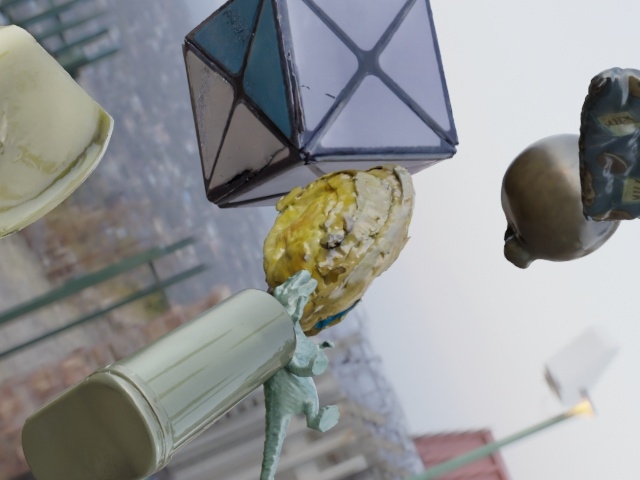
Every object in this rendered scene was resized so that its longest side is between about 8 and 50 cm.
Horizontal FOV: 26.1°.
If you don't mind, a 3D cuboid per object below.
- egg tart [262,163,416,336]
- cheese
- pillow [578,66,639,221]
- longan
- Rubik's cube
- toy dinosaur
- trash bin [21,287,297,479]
[{"bbox_3d":[0.000,0.000,1.833,0.107,0.291,0.291,41,10,-23],"label":"egg tart"},{"bbox_3d":[-0.464,-0.138,1.978,0.259,0.316,0.128,45,-22,-16],"label":"cheese"},{"bbox_3d":[0.339,-0.076,1.121,0.189,0.255,0.034,80,13,-57],"label":"pillow"},{"bbox_3d":[0.321,-0.050,1.876,0.159,0.204,0.185,34,4,-35],"label":"longan"},{"bbox_3d":[-0.011,-0.230,2.133,0.307,0.310,0.305,-23,-106,54],"label":"Rubik's cube"},{"bbox_3d":[-0.025,0.197,1.566,0.129,0.076,0.383,-32,-136,52],"label":"toy dinosaur"},{"bbox_3d":[-0.173,0.166,1.510,0.243,0.247,0.121,-32,-89,47],"label":"trash bin"}]
